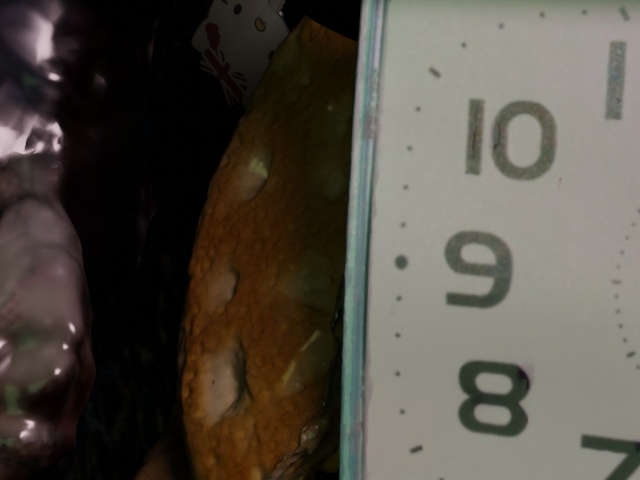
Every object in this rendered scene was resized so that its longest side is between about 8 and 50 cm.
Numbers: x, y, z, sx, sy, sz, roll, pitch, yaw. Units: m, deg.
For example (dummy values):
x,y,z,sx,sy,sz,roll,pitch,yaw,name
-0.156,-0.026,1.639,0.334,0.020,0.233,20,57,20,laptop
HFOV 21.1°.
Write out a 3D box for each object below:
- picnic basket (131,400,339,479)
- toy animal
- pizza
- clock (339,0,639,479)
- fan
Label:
x,y,z,sx,sy,sz,roll,pitch,yaw,name
-0.004,0.151,0.694,0.178,0.138,0.128,26,125,3,picnic basket
-0.098,-0.099,0.626,0.344,0.194,0.303,-64,33,30,toy animal
0.003,0.001,0.654,0.127,0.058,0.246,-13,63,45,pizza
0.142,0.017,0.545,0.262,0.116,0.231,4,98,20,clock
-0.024,-0.093,0.737,0.083,0.004,0.056,-47,71,34,fan
